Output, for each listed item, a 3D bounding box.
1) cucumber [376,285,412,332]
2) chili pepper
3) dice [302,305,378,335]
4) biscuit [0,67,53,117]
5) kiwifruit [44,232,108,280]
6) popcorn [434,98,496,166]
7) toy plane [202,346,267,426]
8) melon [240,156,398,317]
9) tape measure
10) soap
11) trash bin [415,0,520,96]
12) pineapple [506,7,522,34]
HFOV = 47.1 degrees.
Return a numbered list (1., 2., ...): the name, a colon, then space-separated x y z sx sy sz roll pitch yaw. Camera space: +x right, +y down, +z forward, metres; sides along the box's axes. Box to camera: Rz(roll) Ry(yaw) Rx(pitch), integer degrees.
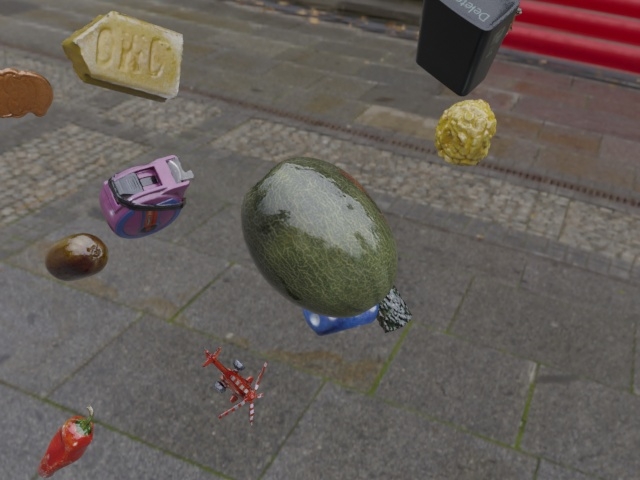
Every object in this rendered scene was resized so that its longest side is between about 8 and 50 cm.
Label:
1. cucumber: 0.124 0.073 1.979 0.096 0.360 0.096 -30 2 1
2. chili pepper: -0.378 0.307 1.095 0.050 0.191 0.059 29 34 -21
3. dice: 0.045 0.146 1.769 0.143 0.146 0.146 -6 -13 -45
4. biscuit: -0.556 -0.266 1.339 0.130 0.102 0.019 -2 41 -29
5. kiwifruit: -0.379 0.026 1.140 0.124 0.075 0.075 -20 6 43
6. popcorn: 0.375 -0.274 1.864 0.179 0.180 0.170 -1 26 -14
7. toy plane: -0.169 0.254 1.325 0.077 0.126 0.194 29 0 39
8. melon: 0.000 0.000 1.293 0.302 0.237 0.237 48 33 -5
9. tape measure: -0.245 -0.059 1.033 0.125 0.118 0.074 -17 68 -27
10. soap: -0.439 -0.414 1.634 0.257 0.161 0.080 7 -3 -42
11. trash bin: 0.290 -0.429 1.525 0.165 0.226 0.115 41 68 16
12. pineapple: 0.341 -0.530 1.635 0.224 0.225 0.076 30 64 36
